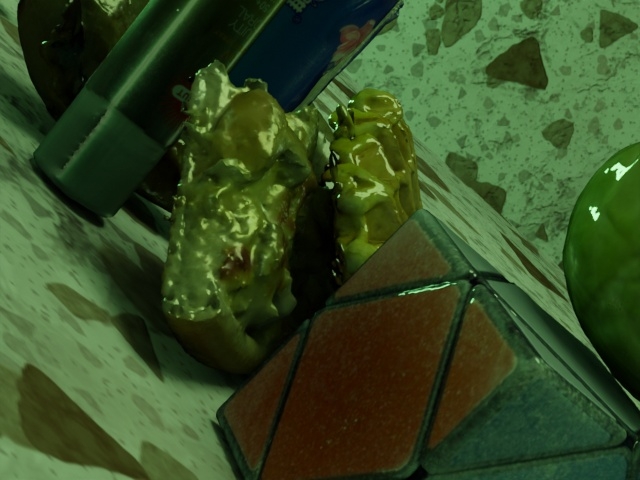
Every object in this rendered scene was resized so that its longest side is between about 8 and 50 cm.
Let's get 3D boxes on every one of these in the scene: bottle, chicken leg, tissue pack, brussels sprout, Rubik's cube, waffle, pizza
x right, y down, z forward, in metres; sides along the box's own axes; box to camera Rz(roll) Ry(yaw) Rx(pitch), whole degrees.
[{"bbox_3d":[-0.101,-0.148,1.445,0.082,0.286,0.082,39,7,-5],"label":"bottle"},{"bbox_3d":[-0.125,-0.092,1.620,0.361,0.140,0.211,51,26,-27],"label":"chicken leg"},{"bbox_3d":[-0.082,-0.196,1.807,0.209,0.270,0.137,44,8,-3],"label":"tissue pack"},{"bbox_3d":[0.270,0.034,1.266,0.244,0.244,0.244,43,9,-8],"label":"brussels sprout"},{"bbox_3d":[0.090,0.143,1.233,0.205,0.205,0.207,40,9,-31],"label":"Rubik's cube"},{"bbox_3d":[0.054,0.030,1.499,0.329,0.062,0.329,-7,90,-81],"label":"waffle"},{"bbox_3d":[-0.041,-0.014,1.409,0.089,0.223,0.323,2,0,12],"label":"pizza"}]

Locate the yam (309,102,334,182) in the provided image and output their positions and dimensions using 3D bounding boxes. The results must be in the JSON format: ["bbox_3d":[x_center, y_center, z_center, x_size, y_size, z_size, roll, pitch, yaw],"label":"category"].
[{"bbox_3d":[0.036,-0.011,1.875,0.371,0.083,0.083,55,12,17],"label":"yam"}]

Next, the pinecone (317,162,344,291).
[{"bbox_3d":[0.000,-0.002,1.758,0.120,0.140,0.140,7,-17,38],"label":"pinecone"}]
